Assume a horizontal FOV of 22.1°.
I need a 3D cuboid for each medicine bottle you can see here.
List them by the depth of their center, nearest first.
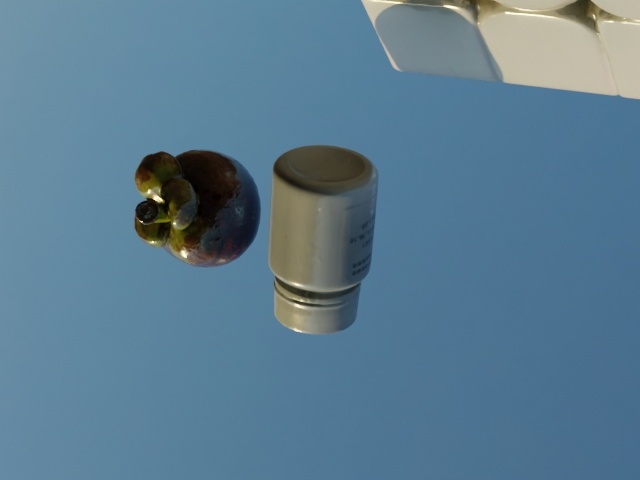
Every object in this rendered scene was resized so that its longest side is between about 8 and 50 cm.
[{"bbox_3d":[0.000,0.000,1.242,0.080,0.130,0.080,4,-150,-2],"label":"medicine bottle"}]

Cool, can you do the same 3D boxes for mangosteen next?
[{"bbox_3d":[-0.165,-0.030,2.019,0.181,0.156,0.146,-30,151,-36],"label":"mangosteen"}]

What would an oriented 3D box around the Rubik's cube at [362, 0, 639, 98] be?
[{"bbox_3d":[0.185,-0.301,1.157,0.291,0.290,0.291,10,-118,30],"label":"Rubik's cube"}]
